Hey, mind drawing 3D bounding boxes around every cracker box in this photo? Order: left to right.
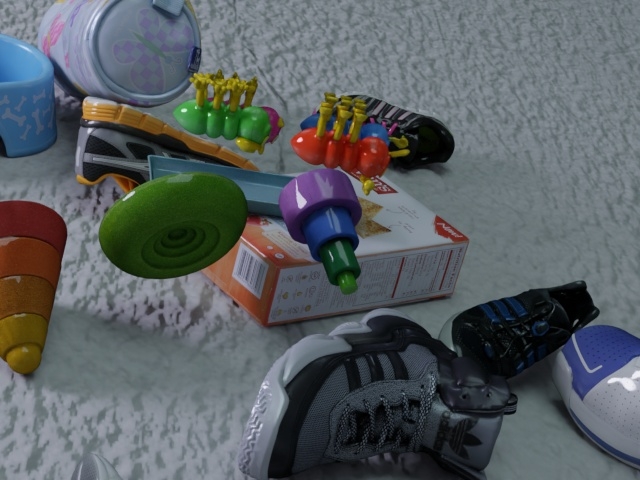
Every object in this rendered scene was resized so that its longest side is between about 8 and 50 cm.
[{"bbox_3d":[0.000,0.000,1.738,0.232,0.067,0.156,-7,33,-40],"label":"cracker box"}]

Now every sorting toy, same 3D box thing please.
[{"bbox_3d":[-0.129,0.032,1.531,0.366,0.127,0.126,-9,56,-17],"label":"sorting toy"}]

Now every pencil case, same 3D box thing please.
[{"bbox_3d":[-0.203,-0.197,1.865,0.113,0.124,0.273,10,1,-20],"label":"pencil case"}]

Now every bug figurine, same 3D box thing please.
[{"bbox_3d":[-0.024,-0.105,1.768,0.216,0.072,0.279,13,8,1],"label":"bug figurine"}]

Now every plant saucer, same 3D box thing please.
[{"bbox_3d":[-0.061,-0.043,1.696,0.192,0.018,0.067,9,25,-12],"label":"plant saucer"}]

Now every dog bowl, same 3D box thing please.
[{"bbox_3d":[-0.384,-0.142,1.810,0.297,0.074,0.166,-10,35,-41],"label":"dog bowl"}]

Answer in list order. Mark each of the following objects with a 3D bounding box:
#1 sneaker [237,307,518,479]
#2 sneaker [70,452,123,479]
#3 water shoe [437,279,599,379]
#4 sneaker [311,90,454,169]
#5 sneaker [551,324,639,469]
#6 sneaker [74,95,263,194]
[{"bbox_3d":[0.056,0.135,1.449,0.153,0.101,0.268,23,24,23],"label":"sneaker"},{"bbox_3d":[-0.132,0.202,1.281,0.061,0.053,0.152,18,22,-34],"label":"sneaker"},{"bbox_3d":[0.173,0.075,1.641,0.203,0.080,0.073,-27,88,-55],"label":"water shoe"},{"bbox_3d":[0.073,-0.115,2.017,0.170,0.063,0.075,8,20,-26],"label":"sneaker"},{"bbox_3d":[0.341,0.130,1.527,0.127,0.182,0.315,-2,30,-35],"label":"sneaker"},{"bbox_3d":[-0.144,-0.067,1.791,0.215,0.083,0.084,21,-5,-32],"label":"sneaker"}]
